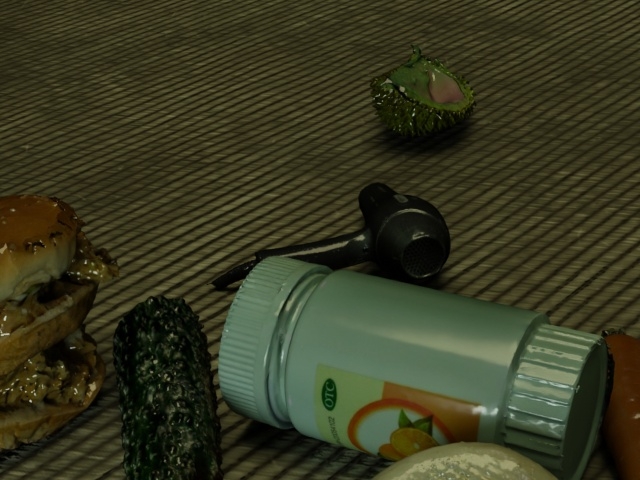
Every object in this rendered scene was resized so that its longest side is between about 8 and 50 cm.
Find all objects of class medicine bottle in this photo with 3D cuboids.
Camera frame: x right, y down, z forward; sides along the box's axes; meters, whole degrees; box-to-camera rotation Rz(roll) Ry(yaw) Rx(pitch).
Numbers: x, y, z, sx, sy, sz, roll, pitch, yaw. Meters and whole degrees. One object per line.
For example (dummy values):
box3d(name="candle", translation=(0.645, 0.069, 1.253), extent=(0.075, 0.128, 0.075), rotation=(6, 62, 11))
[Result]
box3d(name="medicine bottle", translation=(0.084, 0.119, 1.157), extent=(0.318, 0.158, 0.158), rotation=(11, 31, 25))

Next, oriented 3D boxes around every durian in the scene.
box3d(name="durian", translation=(0.138, -0.195, 1.825), extent=(0.137, 0.095, 0.221), rotation=(39, 33, 0))

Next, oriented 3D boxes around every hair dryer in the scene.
box3d(name="hair dryer", translation=(0.000, 0.000, 1.481), extent=(0.271, 0.091, 0.235), rotation=(-11, 19, -9))

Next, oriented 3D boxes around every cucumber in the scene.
box3d(name="cucumber", translation=(-0.131, 0.171, 1.139), extent=(0.096, 0.096, 0.359), rotation=(-6, 27, -7))

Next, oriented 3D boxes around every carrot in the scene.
box3d(name="carrot", translation=(0.277, 0.175, 1.140), extent=(0.069, 0.069, 0.336), rotation=(0, 31, 3))

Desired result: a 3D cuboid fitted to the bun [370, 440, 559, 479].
box3d(name="bun", translation=(0.107, 0.243, 0.979), extent=(0.183, 0.102, 0.183), rotation=(-1, 63, 1))

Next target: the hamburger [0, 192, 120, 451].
box3d(name="hamburger", translation=(-0.314, 0.070, 1.235), extent=(0.260, 0.211, 0.245), rotation=(-10, 23, -5))
